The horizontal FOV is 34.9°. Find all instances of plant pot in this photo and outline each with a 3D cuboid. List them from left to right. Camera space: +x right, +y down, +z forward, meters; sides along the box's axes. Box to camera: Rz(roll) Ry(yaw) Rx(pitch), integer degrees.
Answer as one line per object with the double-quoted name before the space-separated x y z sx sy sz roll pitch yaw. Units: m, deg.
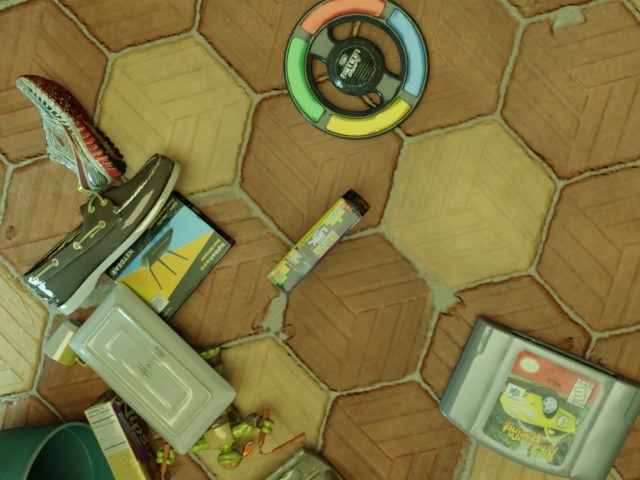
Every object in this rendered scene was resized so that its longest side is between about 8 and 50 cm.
"plant pot" -0.515 0.431 1.672 0.255 0.271 0.272 -2 99 21

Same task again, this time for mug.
"mug" -0.418 0.172 1.715 0.078 0.062 0.064 30 93 -20

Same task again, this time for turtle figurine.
"turtle figurine" -0.165 0.289 1.685 0.269 0.087 0.217 -21 89 18

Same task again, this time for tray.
"tray" -0.277 0.208 1.644 0.270 0.030 0.145 42 98 8

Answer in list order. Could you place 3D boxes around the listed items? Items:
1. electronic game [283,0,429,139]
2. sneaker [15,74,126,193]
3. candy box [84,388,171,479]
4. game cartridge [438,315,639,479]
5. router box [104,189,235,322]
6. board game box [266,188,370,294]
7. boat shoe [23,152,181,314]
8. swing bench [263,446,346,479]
"electronic game" 0.055 -0.271 1.585 0.229 0.048 0.229 1 100 7
"sneaker" -0.418 -0.172 1.640 0.093 0.088 0.225 -37 93 12
"candy box" -0.320 0.343 1.701 0.053 0.109 0.187 -21 95 8
"game cartridge" 0.352 0.266 1.636 0.294 0.060 0.196 23 105 3
"router box" -0.247 0.027 1.672 0.133 0.046 0.179 40 101 -1
"board game box" 0.000 0.000 1.589 0.048 0.141 0.170 44 102 -1
"boat shoe" -0.351 -0.022 1.636 0.097 0.116 0.324 37 107 -18
"swing bench" -0.044 0.522 1.651 0.253 0.255 0.165 -40 131 12
